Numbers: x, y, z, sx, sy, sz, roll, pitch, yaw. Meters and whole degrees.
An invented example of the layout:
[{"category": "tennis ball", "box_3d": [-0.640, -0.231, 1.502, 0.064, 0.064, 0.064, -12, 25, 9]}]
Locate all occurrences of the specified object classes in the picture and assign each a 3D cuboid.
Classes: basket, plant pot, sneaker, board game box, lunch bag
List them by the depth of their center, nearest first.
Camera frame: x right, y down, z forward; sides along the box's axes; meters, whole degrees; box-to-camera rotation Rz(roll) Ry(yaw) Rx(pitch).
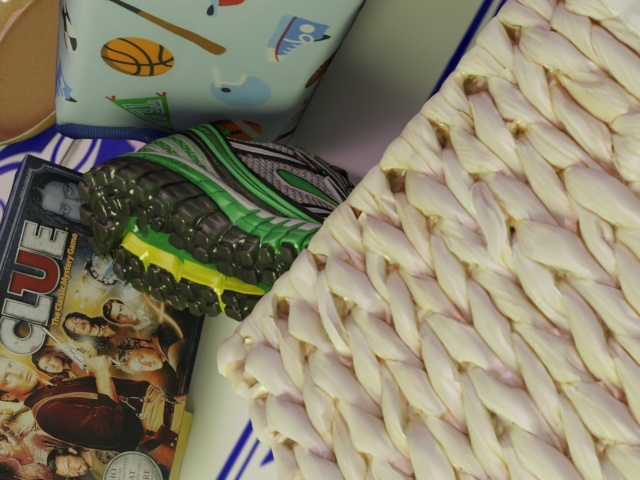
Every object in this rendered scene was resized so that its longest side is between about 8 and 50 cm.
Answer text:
[{"category": "basket", "box_3d": [0.190, 0.096, 0.521, 0.266, 0.331, 0.328, -48, 46, 14]}, {"category": "sneaker", "box_3d": [0.000, 0.000, 0.834, 0.343, 0.134, 0.146, 28, 48, 25]}, {"category": "board game box", "box_3d": [-0.174, 0.073, 0.886, 0.042, 0.165, 0.243, -40, 36, 56]}, {"category": "lunch bag", "box_3d": [-0.059, -0.297, 0.921, 0.328, 0.239, 0.385, 128, 149, -61]}, {"category": "plant pot", "box_3d": [-0.293, -0.198, 1.265, 0.236, 0.032, 0.236, -18, 56, 29]}]

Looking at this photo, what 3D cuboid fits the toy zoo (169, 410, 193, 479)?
[{"category": "toy zoo", "box_3d": [-0.214, 0.201, 0.976, 0.293, 0.030, 0.192, 10, 72, 41]}]
